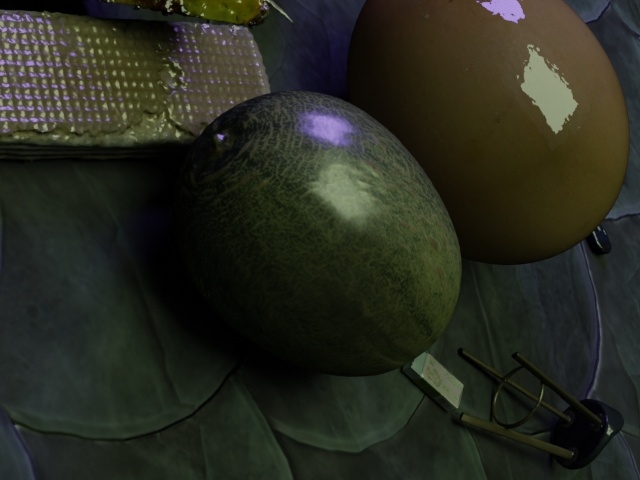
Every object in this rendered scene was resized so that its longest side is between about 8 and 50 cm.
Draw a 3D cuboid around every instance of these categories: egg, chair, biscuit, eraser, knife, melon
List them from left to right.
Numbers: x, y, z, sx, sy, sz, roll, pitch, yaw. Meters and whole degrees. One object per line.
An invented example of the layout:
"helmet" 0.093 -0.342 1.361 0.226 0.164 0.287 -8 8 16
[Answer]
"biscuit" -0.209 -0.146 1.493 0.426 0.078 0.144 -6 76 -48
"melon" 0.000 0.000 1.513 0.329 0.248 0.249 45 44 -29
"eraser" 0.128 0.157 1.747 0.083 0.019 0.038 43 46 -24
"egg" 0.188 -0.150 1.751 0.301 0.301 0.374 -20 79 -50
"chair" 0.259 0.206 1.816 0.221 0.104 0.095 27 78 -30
"knife" 0.369 -0.037 2.106 0.031 0.018 0.121 -12 79 -42

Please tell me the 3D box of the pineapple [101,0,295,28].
"pineapple" -0.182 -0.302 1.490 0.158 0.334 0.161 -96 -166 -85
